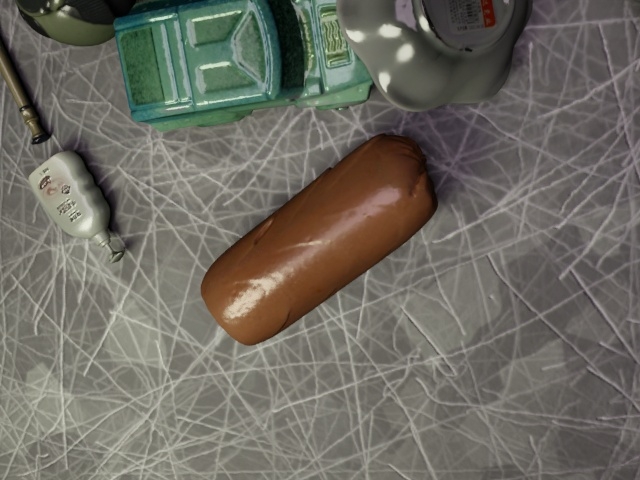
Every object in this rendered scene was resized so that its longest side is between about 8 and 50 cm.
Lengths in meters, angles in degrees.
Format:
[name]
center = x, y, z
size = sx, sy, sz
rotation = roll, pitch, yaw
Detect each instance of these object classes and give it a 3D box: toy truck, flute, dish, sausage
[toy truck]
center = -0.075, -0.205, 0.939
size = 0.279, 0.156, 0.155
rotation = -6, 101, 16
[flute]
center = -0.401, -0.230, 1.078
size = 0.027, 0.027, 0.233
rotation = -23, 96, 17
[dish]
center = 0.133, -0.241, 0.864
size = 0.229, 0.081, 0.229
rotation = -2, 95, -21
[sausage]
center = 0.001, 0.000, 0.984
size = 0.304, 0.121, 0.121
rotation = -37, 92, 19

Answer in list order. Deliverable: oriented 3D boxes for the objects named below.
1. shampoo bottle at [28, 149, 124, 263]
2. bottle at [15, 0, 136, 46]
[shampoo bottle]
center = -0.300, -0.035, 1.087
size = 0.077, 0.045, 0.152
rotation = -33, 94, 17
[bottle]
center = -0.217, -0.363, 0.906
size = 0.168, 0.168, 0.347
rotation = 40, 124, 2
